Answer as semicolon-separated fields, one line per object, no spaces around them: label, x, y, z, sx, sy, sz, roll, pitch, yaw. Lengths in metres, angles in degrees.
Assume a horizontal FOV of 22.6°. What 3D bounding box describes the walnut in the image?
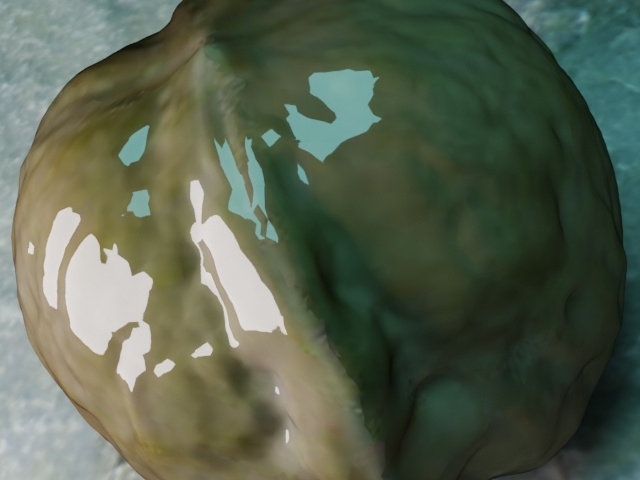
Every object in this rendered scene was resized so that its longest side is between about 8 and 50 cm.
walnut;0.000;0.002;0.662;0.248;0.248;0.248;-17;50;21
